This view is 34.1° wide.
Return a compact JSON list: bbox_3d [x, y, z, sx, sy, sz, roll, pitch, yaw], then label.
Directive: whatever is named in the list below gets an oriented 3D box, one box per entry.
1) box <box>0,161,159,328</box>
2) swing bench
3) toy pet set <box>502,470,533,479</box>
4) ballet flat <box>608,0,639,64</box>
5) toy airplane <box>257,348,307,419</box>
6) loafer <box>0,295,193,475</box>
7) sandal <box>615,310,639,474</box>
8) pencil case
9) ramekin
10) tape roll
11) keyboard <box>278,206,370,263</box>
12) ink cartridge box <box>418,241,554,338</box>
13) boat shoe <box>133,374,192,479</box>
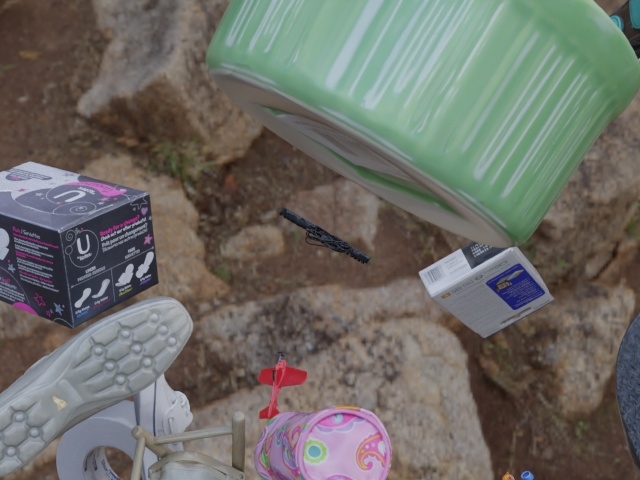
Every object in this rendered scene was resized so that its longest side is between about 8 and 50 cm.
[{"bbox_3d":[-0.363,-0.005,1.406,0.247,0.142,0.163,16,30,33],"label":"box"},{"bbox_3d":[-0.154,0.415,1.425,0.165,0.255,0.253,-10,43,11],"label":"swing bench"},{"bbox_3d":[0.208,0.321,1.266,0.114,0.065,0.122,-32,19,7],"label":"toy pet set"},{"bbox_3d":[0.427,-0.281,1.374,0.096,0.280,0.095,18,58,-22],"label":"ballet flat"},{"bbox_3d":[-0.083,0.280,1.967,0.028,0.151,0.151,16,21,-37],"label":"toy airplane"},{"bbox_3d":[-0.307,0.172,1.326,0.319,0.112,0.111,-33,16,-6],"label":"loafer"},{"bbox_3d":[0.463,0.280,1.295,0.167,0.107,0.446,-6,73,8],"label":"sandal"},{"bbox_3d":[-0.004,0.272,1.316,0.124,0.124,0.284,-20,-6,-19],"label":"pencil case"},{"bbox_3d":[0.063,-0.119,0.769,0.303,0.303,0.148,28,87,38],"label":"ramekin"},{"bbox_3d":[-0.335,0.382,1.769,0.219,0.219,0.072,8,21,18],"label":"tape roll"},{"bbox_3d":[0.000,0.000,1.929,0.192,0.100,0.038,29,84,2],"label":"keyboard"},{"bbox_3d":[0.335,0.092,2.051,0.175,0.371,0.069,-31,61,13],"label":"ink cartridge box"},{"bbox_3d":[-0.238,0.265,1.595,0.084,0.258,0.095,-7,31,-15],"label":"boat shoe"}]
